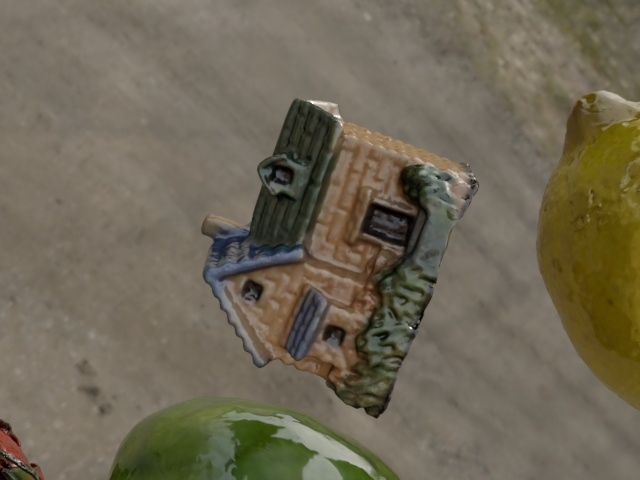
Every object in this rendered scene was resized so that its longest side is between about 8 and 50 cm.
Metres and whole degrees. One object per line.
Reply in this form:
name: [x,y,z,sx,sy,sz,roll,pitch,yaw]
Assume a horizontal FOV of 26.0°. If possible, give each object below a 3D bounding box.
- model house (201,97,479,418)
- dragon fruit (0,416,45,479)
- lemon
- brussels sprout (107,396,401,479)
model house: [0.000,0.000,1.002,0.172,0.183,0.166,23,11,-1]
dragon fruit: [-0.359,0.248,1.275,0.233,0.293,0.234,9,63,-19]
lemon: [0.309,0.011,1.161,0.320,0.245,0.245,59,31,-5]
brussels sprout: [-0.069,0.300,1.170,0.289,0.354,0.281,23,52,-20]
